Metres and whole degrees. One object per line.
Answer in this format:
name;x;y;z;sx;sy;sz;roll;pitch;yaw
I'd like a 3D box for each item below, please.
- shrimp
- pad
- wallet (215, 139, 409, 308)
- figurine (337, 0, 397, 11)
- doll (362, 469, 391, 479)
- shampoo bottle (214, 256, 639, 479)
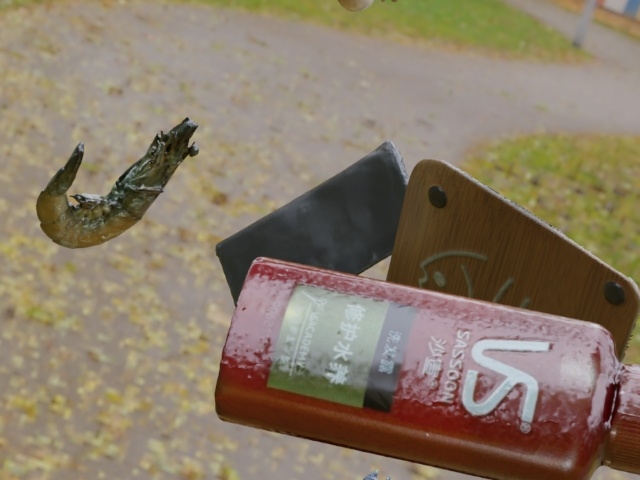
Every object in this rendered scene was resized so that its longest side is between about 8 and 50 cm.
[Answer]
shrimp;-0.232;-0.069;1.713;0.150;0.217;0.051;21;31;-51
pad;0.180;0.084;1.569;0.284;0.286;0.018;35;43;28
wallet;0.000;0.000;1.867;0.030;0.285;0.146;28;37;-50
figurine;0.012;-0.276;1.279;0.276;0.133;0.200;0;-26;30
doll;0.040;0.306;1.667;0.037;0.125;0.027;26;-23;15
shampoo bottle;0.091;0.093;0.990;0.314;0.118;0.076;11;-27;12
